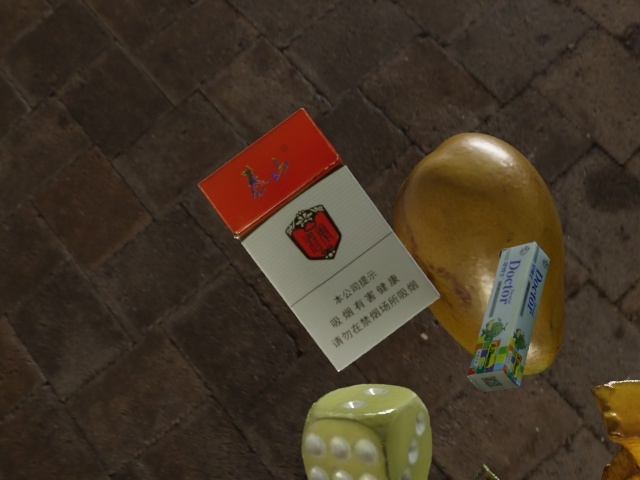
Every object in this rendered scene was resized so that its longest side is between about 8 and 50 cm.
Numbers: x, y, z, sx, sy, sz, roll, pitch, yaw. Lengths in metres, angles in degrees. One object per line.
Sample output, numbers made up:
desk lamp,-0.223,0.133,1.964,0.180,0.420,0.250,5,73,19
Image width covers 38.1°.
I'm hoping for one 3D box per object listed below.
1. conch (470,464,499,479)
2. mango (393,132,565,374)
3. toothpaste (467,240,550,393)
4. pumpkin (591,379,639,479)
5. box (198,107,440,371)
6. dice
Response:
conch,0.321,0.485,1.600,0.181,0.187,0.124,32,81,3
mango,0.249,0.026,1.401,0.221,0.263,0.378,-27,99,-30
toothpaste,0.190,0.077,0.931,0.046,0.034,0.164,-17,39,43
pumpkin,0.370,0.218,0.787,0.290,0.258,0.095,11,54,23
box,0.000,0.000,0.961,0.139,0.035,0.245,-35,98,1
dice,0.081,0.345,1.568,0.169,0.169,0.166,-3,100,33
